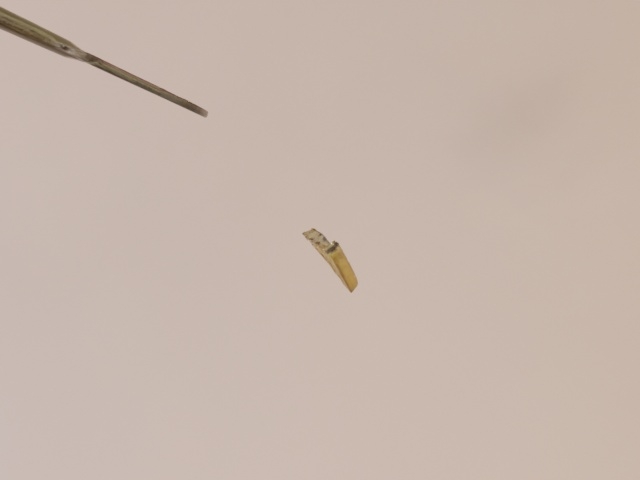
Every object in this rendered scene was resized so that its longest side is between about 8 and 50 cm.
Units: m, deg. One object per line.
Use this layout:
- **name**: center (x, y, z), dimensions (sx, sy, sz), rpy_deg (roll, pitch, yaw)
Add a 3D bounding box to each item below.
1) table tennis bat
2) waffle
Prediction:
- **table tennis bat**: center (-0.227, -0.183, 0.606), dimensions (0.234, 0.131, 0.022), rpy_deg (24, -83, -7)
- **waffle**: center (0.000, 0.000, 0.810), dimensions (0.023, 0.152, 0.097), rpy_deg (-34, -45, -5)
